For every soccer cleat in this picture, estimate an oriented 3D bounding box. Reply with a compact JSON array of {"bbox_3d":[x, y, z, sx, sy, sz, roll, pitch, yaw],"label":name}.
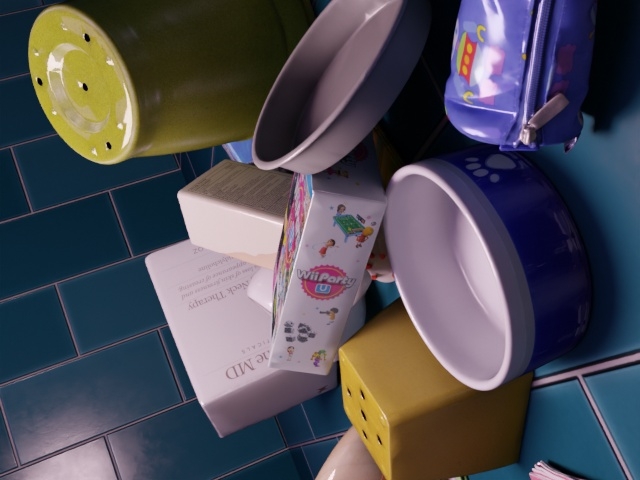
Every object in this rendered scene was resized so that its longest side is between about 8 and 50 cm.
[{"bbox_3d":[0.093,-0.015,1.121,0.076,0.068,0.196,-76,-25,-45],"label":"soccer cleat"}]

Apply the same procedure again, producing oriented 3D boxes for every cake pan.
[{"bbox_3d":[0.023,-0.198,0.838,0.054,0.293,0.293,32,179,-24],"label":"cake pan"}]

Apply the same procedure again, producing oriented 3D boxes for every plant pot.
[{"bbox_3d":[-0.249,-0.289,1.143,0.366,0.353,0.366,19,126,29],"label":"plant pot"},{"bbox_3d":[0.141,0.206,0.979,0.212,0.187,0.212,-127,25,-46],"label":"plant pot"}]

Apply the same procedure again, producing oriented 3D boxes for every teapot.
[{"bbox_3d":[-0.002,0.096,1.352,0.256,0.187,0.252,33,170,29],"label":"teapot"}]

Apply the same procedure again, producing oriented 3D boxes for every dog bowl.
[{"bbox_3d":[0.177,0.027,0.806,0.265,0.104,0.264,160,90,-74],"label":"dog bowl"}]

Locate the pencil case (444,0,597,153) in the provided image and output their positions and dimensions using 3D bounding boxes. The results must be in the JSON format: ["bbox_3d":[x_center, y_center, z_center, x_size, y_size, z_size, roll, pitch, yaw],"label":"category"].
[{"bbox_3d":[0.168,-0.203,0.542,0.306,0.119,0.133,87,-179,-45],"label":"pencil case"}]

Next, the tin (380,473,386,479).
[{"bbox_3d":[0.164,0.384,1.211,0.040,0.106,0.189,-129,40,-52],"label":"tin"}]

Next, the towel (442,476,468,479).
[{"bbox_3d":[0.226,0.431,1.251,0.152,0.023,0.113,146,104,-73],"label":"towel"}]

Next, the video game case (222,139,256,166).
[{"bbox_3d":[-0.184,-0.212,1.650,0.269,0.061,0.244,59,174,-35],"label":"video game case"}]

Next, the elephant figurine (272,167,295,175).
[{"bbox_3d":[-0.067,-0.026,1.511,0.169,0.186,0.239,-9,114,40],"label":"elephant figurine"}]

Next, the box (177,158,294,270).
[{"bbox_3d":[-0.088,-0.040,1.276,0.311,0.148,0.121,17,132,32],"label":"box"}]

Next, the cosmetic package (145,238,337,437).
[{"bbox_3d":[-0.182,0.206,1.727,0.327,0.329,0.393,88,157,-62],"label":"cosmetic package"}]

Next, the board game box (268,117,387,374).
[{"bbox_3d":[0.000,0.000,0.984,0.224,0.098,0.303,-93,15,-53],"label":"board game box"}]

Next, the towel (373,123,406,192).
[{"bbox_3d":[0.120,-0.074,1.036,0.102,0.021,0.237,89,156,-60],"label":"towel"}]

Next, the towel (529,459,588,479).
[{"bbox_3d":[0.329,0.368,0.845,0.197,0.029,0.144,69,164,-1],"label":"towel"}]

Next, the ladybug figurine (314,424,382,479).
[{"bbox_3d":[0.079,0.526,1.418,0.162,0.305,0.449,32,139,18],"label":"ladybug figurine"}]
